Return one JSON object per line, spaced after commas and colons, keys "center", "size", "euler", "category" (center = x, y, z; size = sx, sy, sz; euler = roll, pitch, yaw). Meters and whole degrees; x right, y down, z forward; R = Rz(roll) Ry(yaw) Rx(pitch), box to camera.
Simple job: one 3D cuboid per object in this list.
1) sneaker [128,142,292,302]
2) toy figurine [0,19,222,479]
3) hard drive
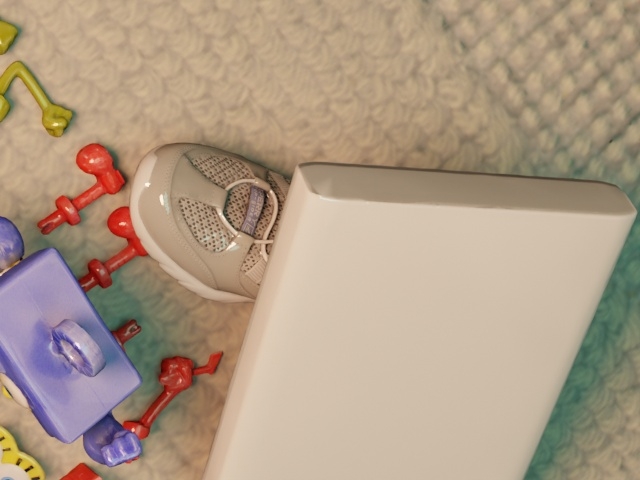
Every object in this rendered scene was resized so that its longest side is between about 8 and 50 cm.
{"center": [0.000, 0.000, 1.369], "size": [0.281, 0.115, 0.105], "euler": [24, 63, -30], "category": "sneaker"}
{"center": [-0.175, 0.018, 1.252], "size": [0.191, 0.217, 0.362], "euler": [-34, 110, -16], "category": "toy figurine"}
{"center": [0.051, 0.107, 1.364], "size": [0.233, 0.047, 0.353], "euler": [3, 126, -22], "category": "hard drive"}
